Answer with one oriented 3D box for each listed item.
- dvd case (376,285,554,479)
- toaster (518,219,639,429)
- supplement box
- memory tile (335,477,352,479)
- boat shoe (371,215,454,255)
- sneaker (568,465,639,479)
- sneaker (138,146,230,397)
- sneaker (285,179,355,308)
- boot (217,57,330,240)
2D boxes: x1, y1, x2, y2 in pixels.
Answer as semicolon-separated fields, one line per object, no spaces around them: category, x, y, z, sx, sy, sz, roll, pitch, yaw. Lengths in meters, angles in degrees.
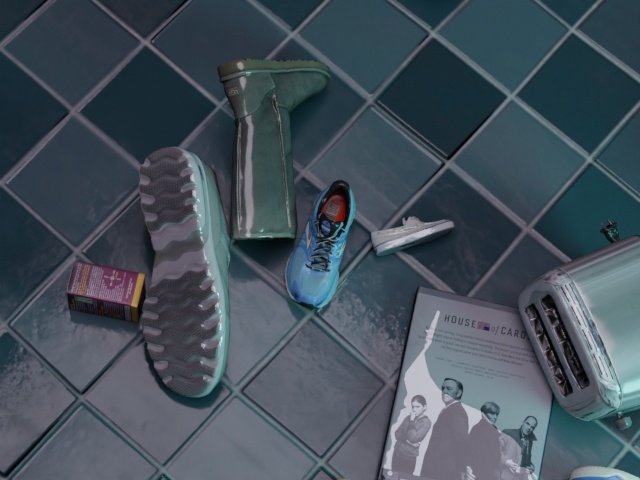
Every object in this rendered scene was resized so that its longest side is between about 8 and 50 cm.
dvd case;0.174;0.183;1.957;0.179;0.029;0.239;13;69;0
toaster;0.323;0.095;1.930;0.146;0.129;0.227;-18;81;-25
supplement box;-0.243;0.058;1.957;0.083;0.055;0.043;12;68;-1
memory tile;-0.018;0.328;1.899;0.148;0.012;0.113;-12;71;-8
boat shoe;0.107;-0.012;2.021;0.100;0.035;0.035;-18;75;-4
sneaker;0.342;0.311;1.908;0.152;0.058;0.085;22;61;-3
sneaker;-0.133;0.036;1.949;0.105;0.115;0.281;-3;87;27
sneaker;0.000;0.000;1.986;0.063;0.073;0.162;14;70;1
boot;-0.045;-0.104;2.012;0.189;0.076;0.209;-7;83;-46
